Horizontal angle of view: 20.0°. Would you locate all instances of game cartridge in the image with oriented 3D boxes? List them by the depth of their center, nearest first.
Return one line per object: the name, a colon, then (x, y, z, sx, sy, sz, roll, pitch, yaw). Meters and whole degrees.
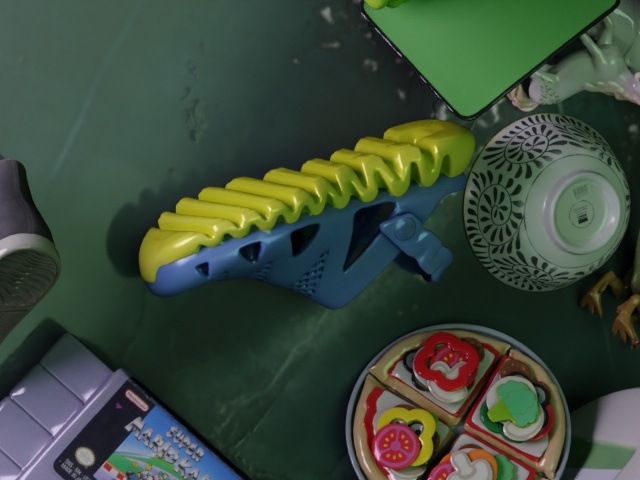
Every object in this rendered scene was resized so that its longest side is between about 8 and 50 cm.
game cartridge: (-0.148, 0.266, 1.478, 0.355, 0.068, 0.230, 40, 85, 9)

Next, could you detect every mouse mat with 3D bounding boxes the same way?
mouse mat: (0.149, -0.209, 1.595, 0.190, 0.007, 0.152, -38, 75, -10)

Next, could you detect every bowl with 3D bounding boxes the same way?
bowl: (0.225, -0.030, 1.662, 0.170, 0.080, 0.170, -4, 100, -22)

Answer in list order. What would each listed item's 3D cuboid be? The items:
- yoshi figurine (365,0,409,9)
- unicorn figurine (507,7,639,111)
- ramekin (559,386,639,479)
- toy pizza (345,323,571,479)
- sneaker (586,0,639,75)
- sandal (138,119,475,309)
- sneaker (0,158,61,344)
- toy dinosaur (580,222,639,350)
yoshi figurine: (0.052, -0.284, 1.491, 0.362, 0.203, 0.203, -13, 105, -18)
unicorn figurine: (0.238, -0.157, 1.632, 0.111, 0.162, 0.060, 63, 38, -22)
ramekin: (0.256, 0.272, 1.610, 0.303, 0.303, 0.148, -46, 104, -10)
toy pizza: (0.123, 0.164, 1.612, 0.201, 0.032, 0.201, -1, 65, 2)
sneaker: (0.264, -0.205, 1.663, 0.094, 0.080, 0.212, -27, 102, -2)
sandal: (0.000, 0.000, 1.556, 0.317, 0.126, 0.138, -16, 108, -18)
sneaker: (-0.301, 0.038, 1.469, 0.222, 0.118, 0.083, -38, 133, 17)
toy dinosaur: (0.306, 0.035, 1.722, 0.112, 0.064, 0.211, -32, 123, -29)
